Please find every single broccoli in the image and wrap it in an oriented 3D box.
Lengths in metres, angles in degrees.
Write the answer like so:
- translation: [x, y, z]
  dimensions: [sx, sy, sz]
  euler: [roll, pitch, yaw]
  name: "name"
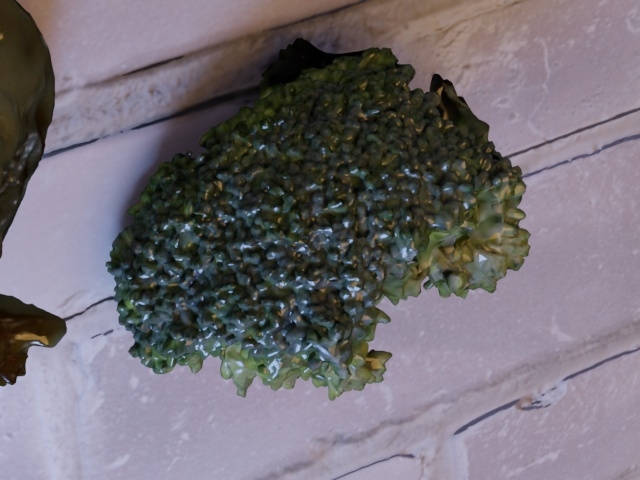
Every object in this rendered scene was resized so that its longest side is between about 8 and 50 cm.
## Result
- translation: [0.007, -0.012, 1.803]
  dimensions: [0.317, 0.277, 0.338]
  euler: [-8, 132, -53]
  name: "broccoli"

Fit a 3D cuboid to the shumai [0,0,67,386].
- translation: [-0.336, -0.013, 1.530]
  dimensions: [0.324, 0.323, 0.397]
  euler: [29, 99, -39]
  name: "shumai"
